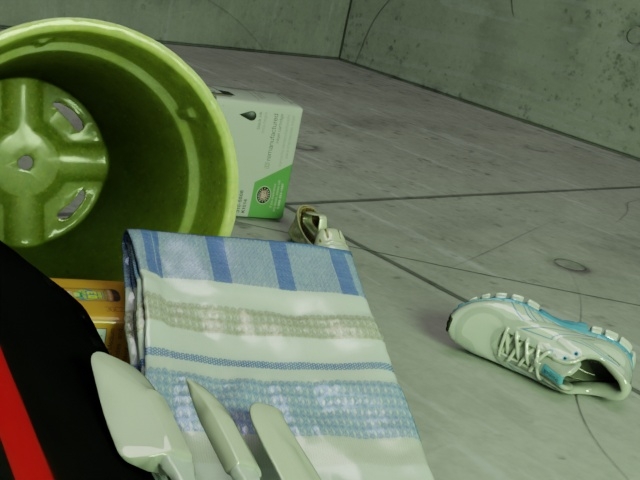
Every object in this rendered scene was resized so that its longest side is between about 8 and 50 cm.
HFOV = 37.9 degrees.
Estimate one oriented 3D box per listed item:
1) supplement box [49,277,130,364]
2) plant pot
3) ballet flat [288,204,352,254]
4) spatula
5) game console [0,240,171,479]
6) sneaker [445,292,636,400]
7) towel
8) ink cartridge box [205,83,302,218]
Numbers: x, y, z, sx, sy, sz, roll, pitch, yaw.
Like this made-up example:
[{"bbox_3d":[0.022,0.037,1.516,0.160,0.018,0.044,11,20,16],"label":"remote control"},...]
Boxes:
[{"bbox_3d":[-0.158,0.079,0.735,0.233,0.080,0.078,6,18,-22],"label":"supplement box"},{"bbox_3d":[-0.253,-0.060,0.865,0.276,0.276,0.254,2,8,-29],"label":"plant pot"},{"bbox_3d":[0.000,0.000,1.121,0.057,0.052,0.168,4,20,-25],"label":"ballet flat"},{"bbox_3d":[-0.026,0.158,0.486,0.168,0.019,0.242,35,15,-47],"label":"spatula"},{"bbox_3d":[-0.164,0.073,0.395,0.386,0.060,0.342,48,-2,44],"label":"game console"},{"bbox_3d":[0.216,0.108,0.908,0.191,0.071,0.083,14,23,7],"label":"sneaker"},{"bbox_3d":[-0.035,0.096,0.672,0.209,0.034,0.285,6,40,-21],"label":"towel"},{"bbox_3d":[-0.152,-0.119,1.217,0.219,0.160,0.092,2,20,-25],"label":"ink cartridge box"}]
